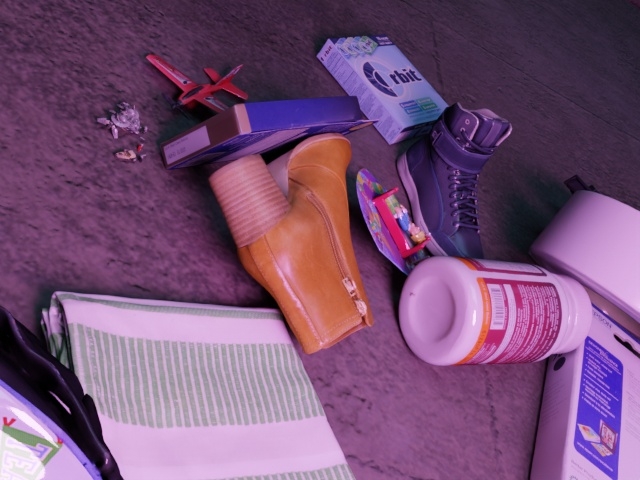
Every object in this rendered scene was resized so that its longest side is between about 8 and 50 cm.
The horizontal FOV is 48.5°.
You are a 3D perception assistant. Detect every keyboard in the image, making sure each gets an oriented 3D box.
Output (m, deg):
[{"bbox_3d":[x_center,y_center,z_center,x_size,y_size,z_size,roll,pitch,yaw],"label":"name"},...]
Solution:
[{"bbox_3d":[0.483,-0.017,1.136,0.317,0.033,0.201,33,18,-37],"label":"keyboard"}]

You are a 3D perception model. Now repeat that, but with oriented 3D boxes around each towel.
[{"bbox_3d":[-0.068,0.172,0.543,0.247,0.038,0.325,10,38,-40],"label":"towel"}]

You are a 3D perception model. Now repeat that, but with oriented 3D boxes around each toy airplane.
[{"bbox_3d":[-0.140,-0.186,0.873,0.151,0.028,0.151,19,40,-17],"label":"toy airplane"}]

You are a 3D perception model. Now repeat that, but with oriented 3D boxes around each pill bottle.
[{"bbox_3d":[0.209,0.084,0.830,0.221,0.121,0.121,6,51,-35],"label":"pill bottle"}]

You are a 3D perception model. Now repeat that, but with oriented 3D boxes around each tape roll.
[{"bbox_3d":[0.413,0.059,0.920,0.286,0.100,0.286,38,3,-3],"label":"tape roll"}]

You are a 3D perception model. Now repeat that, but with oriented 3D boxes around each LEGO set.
[{"bbox_3d":[-0.206,-0.122,0.764,0.054,0.023,0.083,-12,62,-44],"label":"LEGO set"}]

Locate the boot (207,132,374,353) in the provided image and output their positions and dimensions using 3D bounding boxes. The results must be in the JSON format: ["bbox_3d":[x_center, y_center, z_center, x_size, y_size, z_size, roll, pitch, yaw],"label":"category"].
[{"bbox_3d":[0.001,0.000,0.779,0.211,0.104,0.295,61,26,-1],"label":"boot"}]

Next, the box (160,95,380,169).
[{"bbox_3d":[-0.051,-0.124,0.804,0.225,0.136,0.037,-14,89,-46],"label":"box"}]

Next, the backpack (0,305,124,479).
[{"bbox_3d":[-0.236,0.096,0.359,0.263,0.276,0.213,34,66,4],"label":"backpack"}]

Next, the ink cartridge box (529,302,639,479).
[{"bbox_3d":[0.345,0.230,0.849,0.165,0.065,0.333,38,41,-3],"label":"ink cartridge box"}]

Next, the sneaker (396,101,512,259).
[{"bbox_3d":[0.193,-0.076,0.934,0.086,0.163,0.226,6,52,-37],"label":"sneaker"}]

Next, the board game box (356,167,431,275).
[{"bbox_3d":[0.102,-0.021,0.856,0.168,0.033,0.133,40,32,-43],"label":"board game box"}]

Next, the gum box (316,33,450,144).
[{"bbox_3d":[0.104,-0.241,1.108,0.157,0.041,0.184,-23,71,-47],"label":"gum box"}]
